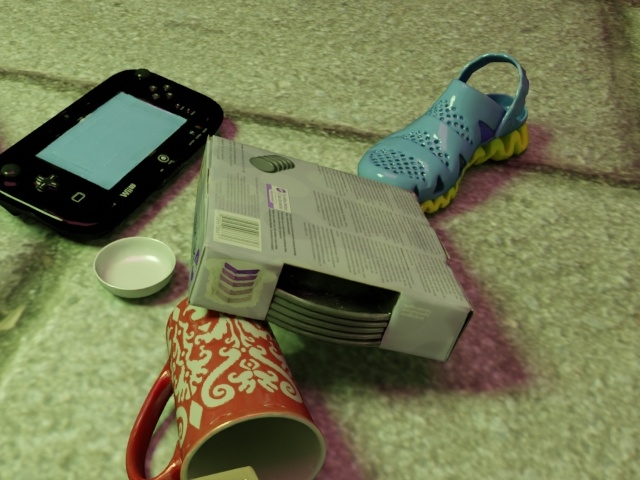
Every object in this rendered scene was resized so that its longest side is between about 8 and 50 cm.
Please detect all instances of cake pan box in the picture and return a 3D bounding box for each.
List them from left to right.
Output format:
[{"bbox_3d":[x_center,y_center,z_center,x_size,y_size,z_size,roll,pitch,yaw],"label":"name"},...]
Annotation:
[{"bbox_3d":[0.000,0.000,0.780,0.246,0.070,0.267,12,26,-14],"label":"cake pan box"}]

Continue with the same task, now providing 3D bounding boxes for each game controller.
[{"bbox_3d":[-0.251,-0.116,0.979,0.166,0.067,0.319,18,41,15],"label":"game controller"}]

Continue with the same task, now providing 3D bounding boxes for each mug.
[{"bbox_3d":[-0.090,0.125,0.666,0.150,0.113,0.169,-6,37,-16],"label":"mug"}]

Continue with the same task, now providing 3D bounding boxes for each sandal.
[{"bbox_3d":[0.162,-0.144,1.007,0.126,0.138,0.317,32,47,26],"label":"sandal"}]

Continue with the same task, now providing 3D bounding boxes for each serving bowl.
[{"bbox_3d":[-0.192,0.032,0.832,0.083,0.027,0.083,3,38,-3],"label":"serving bowl"}]

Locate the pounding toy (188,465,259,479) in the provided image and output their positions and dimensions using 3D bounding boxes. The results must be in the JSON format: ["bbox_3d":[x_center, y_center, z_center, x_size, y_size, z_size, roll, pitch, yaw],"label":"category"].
[{"bbox_3d":[-0.087,0.250,0.537,0.130,0.100,0.141,-4,40,-34],"label":"pounding toy"}]
